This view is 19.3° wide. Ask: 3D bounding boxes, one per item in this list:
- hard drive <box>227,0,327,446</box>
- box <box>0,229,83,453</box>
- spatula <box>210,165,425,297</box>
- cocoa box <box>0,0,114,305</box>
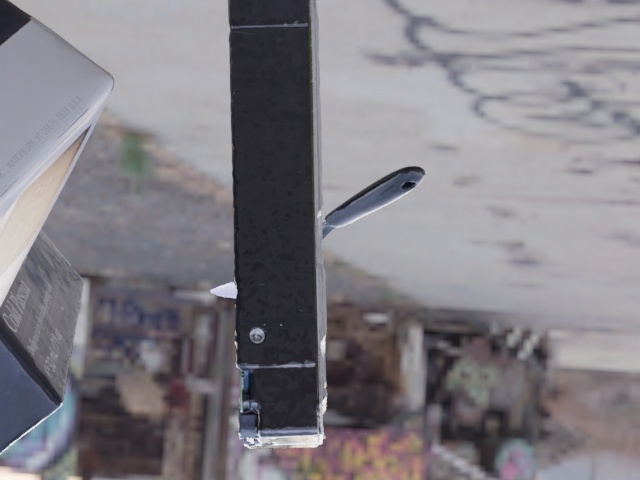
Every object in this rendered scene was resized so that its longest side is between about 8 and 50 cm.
[{"bbox_3d":[-0.029,-0.024,1.341,0.064,0.339,0.237,-1,171,0],"label":"hard drive"},{"bbox_3d":[-0.515,0.013,2.018,0.297,0.472,0.480,-38,-166,5],"label":"box"},{"bbox_3d":[0.000,0.000,1.781,0.084,0.030,0.296,9,146,-37],"label":"spatula"},{"bbox_3d":[-0.310,0.007,1.030,0.228,0.231,0.347,37,136,1],"label":"cocoa box"}]
